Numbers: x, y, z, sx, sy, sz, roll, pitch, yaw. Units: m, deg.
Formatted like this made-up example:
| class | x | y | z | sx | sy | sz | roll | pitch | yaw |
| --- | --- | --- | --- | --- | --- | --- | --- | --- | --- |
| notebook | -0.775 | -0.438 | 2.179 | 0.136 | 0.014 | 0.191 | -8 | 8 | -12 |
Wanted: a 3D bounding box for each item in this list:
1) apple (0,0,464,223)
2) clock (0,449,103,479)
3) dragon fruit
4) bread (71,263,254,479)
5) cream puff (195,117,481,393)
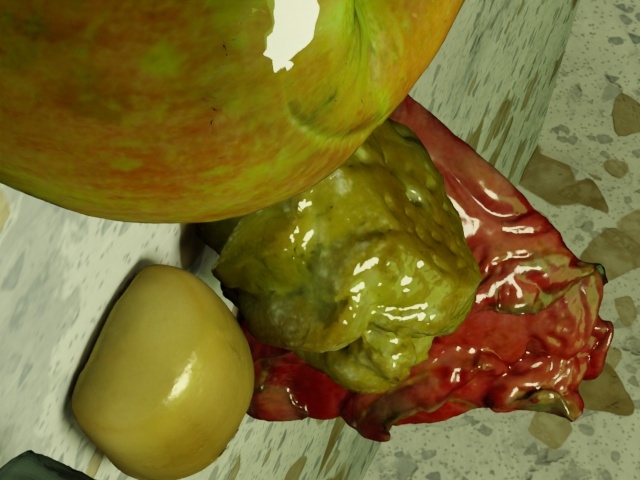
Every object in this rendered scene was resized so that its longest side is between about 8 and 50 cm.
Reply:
| class | x | y | z | sx | sy | sz | roll | pitch | yaw |
| --- | --- | --- | --- | --- | --- | --- | --- | --- | --- |
| apple | -0.069 | -0.132 | 0.547 | 0.246 | 0.226 | 0.246 | 17 | 90 | -70 |
| clock | -0.217 | 0.246 | 0.887 | 0.280 | 0.055 | 0.280 | -59 | 177 | -5 |
| dragon fruit | 0.089 | 0.058 | 1.379 | 0.228 | 0.329 | 0.286 | -51 | 163 | -33 |
| bread | -0.104 | 0.107 | 1.149 | 0.217 | 0.098 | 0.147 | 71 | 40 | -74 |
| cream puff | 0.015 | -0.004 | 1.200 | 0.196 | 0.244 | 0.244 | -54 | 169 | 6 |
